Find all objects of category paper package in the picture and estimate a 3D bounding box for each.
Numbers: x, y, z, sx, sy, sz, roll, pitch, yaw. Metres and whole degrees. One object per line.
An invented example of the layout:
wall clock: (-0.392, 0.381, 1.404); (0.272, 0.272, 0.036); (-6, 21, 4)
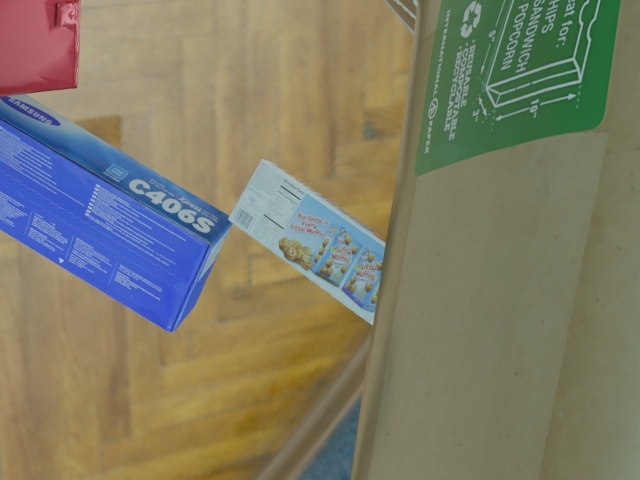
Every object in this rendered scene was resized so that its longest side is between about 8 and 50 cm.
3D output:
paper package: (0.180, 0.005, 0.437); (0.310, 0.168, 0.324); (16, 77, -26)

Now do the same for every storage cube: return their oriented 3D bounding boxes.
storage cube: (-0.388, -0.275, 1.531); (0.193, 0.183, 0.215); (-10, 125, -29)

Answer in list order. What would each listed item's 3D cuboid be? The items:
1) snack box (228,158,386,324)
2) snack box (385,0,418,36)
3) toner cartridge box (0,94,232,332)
snack box: (0.000, 0.000, 1.181); (0.064, 0.178, 0.022); (-59, 150, 8)
snack box: (0.051, -0.373, 1.600); (0.060, 0.187, 0.322); (-42, 103, -2)
toner cartridge box: (-0.296, -0.041, 1.770); (0.165, 0.348, 0.075); (-62, 174, 35)
